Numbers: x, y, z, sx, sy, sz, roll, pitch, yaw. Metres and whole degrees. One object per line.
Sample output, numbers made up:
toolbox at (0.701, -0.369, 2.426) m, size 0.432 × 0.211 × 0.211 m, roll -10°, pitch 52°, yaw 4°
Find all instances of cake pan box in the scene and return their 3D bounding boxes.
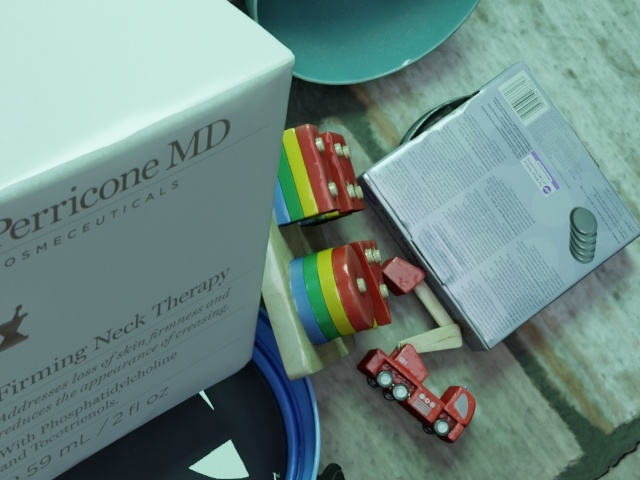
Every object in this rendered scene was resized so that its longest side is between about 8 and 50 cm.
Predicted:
cake pan box at (0.205, -0.044, 1.482) m, size 0.245 × 0.070 × 0.267 m, roll -37°, pitch 92°, yaw -15°

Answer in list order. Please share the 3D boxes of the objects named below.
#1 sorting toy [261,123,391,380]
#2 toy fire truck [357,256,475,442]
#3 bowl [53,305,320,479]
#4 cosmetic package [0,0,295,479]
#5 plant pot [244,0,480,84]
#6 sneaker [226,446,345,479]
sorting toy at (0.000, 0.000, 1.331) m, size 0.089 × 0.257 × 0.256 m, roll -17°, pitch 88°, yaw 11°
toy fire truck at (0.116, 0.126, 1.456) m, size 0.192 × 0.047 × 0.135 m, roll 40°, pitch 77°, yaw -6°
bowl at (-0.195, 0.208, 1.303) m, size 0.391 × 0.077 × 0.391 m, roll 2°, pitch 61°, yaw -4°
cosmetic package at (-0.266, -0.039, 1.127) m, size 0.329 × 0.394 × 0.327 m, roll -29°, pitch 57°, yaw -33°
plant pot at (0.027, -0.346, 1.395) m, size 0.290 × 0.290 × 0.195 m, roll -20°, pitch 53°, yaw -13°
sneaker at (-0.107, 0.277, 1.376) m, size 0.293 × 0.102 × 0.146 m, roll 7°, pitch 68°, yaw -6°
